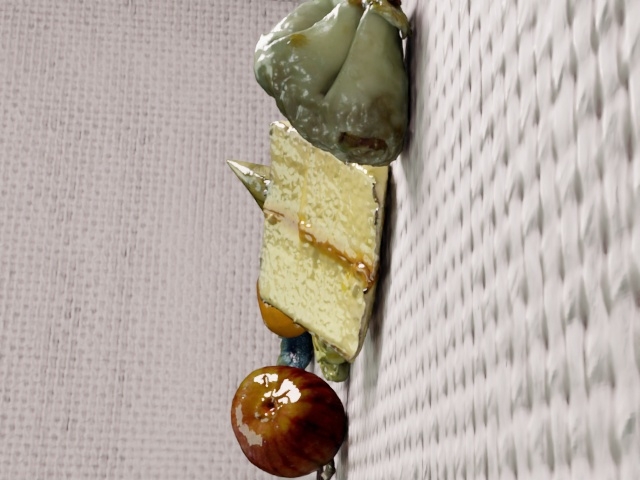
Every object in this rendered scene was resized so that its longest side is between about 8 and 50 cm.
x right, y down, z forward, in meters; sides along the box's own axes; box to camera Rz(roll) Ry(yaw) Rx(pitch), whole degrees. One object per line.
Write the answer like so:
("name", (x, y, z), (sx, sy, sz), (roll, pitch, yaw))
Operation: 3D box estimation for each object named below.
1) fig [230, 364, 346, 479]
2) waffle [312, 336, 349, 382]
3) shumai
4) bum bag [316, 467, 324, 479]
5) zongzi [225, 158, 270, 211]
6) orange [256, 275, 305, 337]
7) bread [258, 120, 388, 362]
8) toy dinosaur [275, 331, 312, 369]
("fig", (-0.024, 0.257, 1.343), (0.149, 0.202, 0.148), (5, 75, 66))
("waffle", (0.009, 0.026, 1.364), (0.297, 0.073, 0.317), (-94, 8, -53))
("shumai", (0.046, -0.172, 0.939), (0.142, 0.184, 0.184), (-44, 32, 37))
("bum bag", (0.004, 0.353, 1.554), (0.109, 0.026, 0.159), (-149, 57, -85))
("zongzi", (-0.076, -0.035, 1.706), (0.094, 0.204, 0.204), (-58, -24, -60))
("orange", (-0.062, 0.115, 1.931), (0.156, 0.124, 0.156), (166, 90, -88))
("bread", (0.000, 0.000, 1.086), (0.178, 0.135, 0.240), (-98, 14, -69))
("toy dinosaur", (-0.053, 0.228, 2.020), (0.147, 0.076, 0.362), (111, 167, -54))
